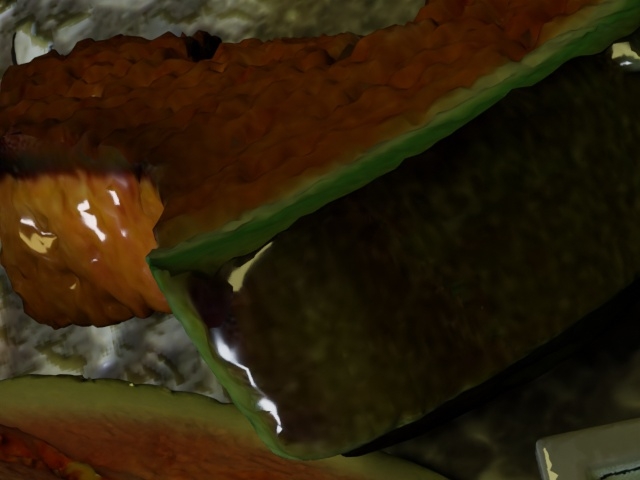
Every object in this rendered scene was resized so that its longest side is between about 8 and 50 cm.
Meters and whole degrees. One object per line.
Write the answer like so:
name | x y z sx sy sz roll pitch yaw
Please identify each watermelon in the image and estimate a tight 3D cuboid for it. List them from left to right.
watermelon | -0.030 0.109 0.570 0.303 0.159 0.128 17 49 13

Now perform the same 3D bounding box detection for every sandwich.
sandwich | 0.000 0.000 0.569 0.301 0.162 0.250 7 32 45

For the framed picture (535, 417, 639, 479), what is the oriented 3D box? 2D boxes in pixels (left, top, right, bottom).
framed picture | 0.210 0.119 0.433 0.265 0.018 0.192 -13 67 2
